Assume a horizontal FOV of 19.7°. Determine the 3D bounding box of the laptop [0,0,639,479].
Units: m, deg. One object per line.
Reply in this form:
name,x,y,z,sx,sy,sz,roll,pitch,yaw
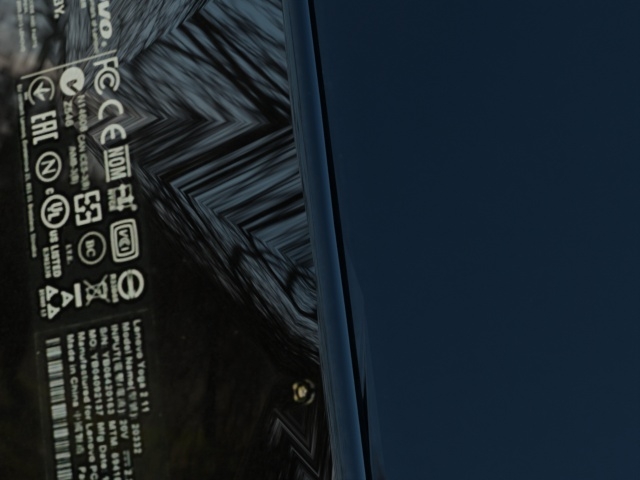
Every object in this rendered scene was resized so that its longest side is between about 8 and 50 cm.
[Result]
laptop,0.000,0.000,0.506,0.408,0.382,0.236,-13,-15,25
